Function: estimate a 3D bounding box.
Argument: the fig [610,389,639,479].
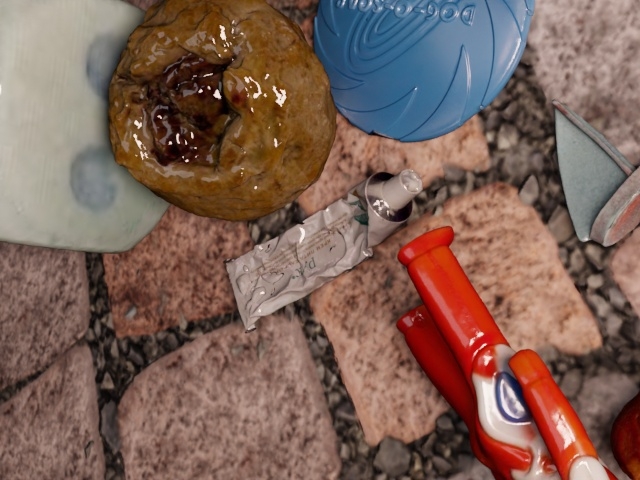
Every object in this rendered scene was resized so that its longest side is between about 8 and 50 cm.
[{"bbox_3d":[0.292,0.139,0.834,0.119,0.153,0.119,-160,90,-75],"label":"fig"}]

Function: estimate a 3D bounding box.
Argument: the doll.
[{"bbox_3d":[0.170,0.174,0.880,0.099,0.188,0.384,-23,63,-10],"label":"doll"}]

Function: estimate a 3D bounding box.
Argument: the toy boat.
[{"bbox_3d":[0.221,-0.060,0.942,0.096,0.034,0.122,-54,48,21],"label":"toy boat"}]

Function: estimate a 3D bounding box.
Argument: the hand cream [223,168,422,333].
[{"bbox_3d":[0.003,0.000,1.092,0.257,0.050,0.084,-36,63,37],"label":"hand cream"}]

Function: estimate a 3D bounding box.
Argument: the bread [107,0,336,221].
[{"bbox_3d":[-0.102,-0.123,1.094,0.230,0.123,0.229,6,110,16],"label":"bread"}]

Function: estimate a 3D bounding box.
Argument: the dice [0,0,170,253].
[{"bbox_3d":[-0.316,-0.130,1.219,0.268,0.265,0.262,9,91,39],"label":"dice"}]

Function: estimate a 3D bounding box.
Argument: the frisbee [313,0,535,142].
[{"bbox_3d":[0.083,-0.211,1.055,0.242,0.045,0.242,-4,84,37],"label":"frisbee"}]
